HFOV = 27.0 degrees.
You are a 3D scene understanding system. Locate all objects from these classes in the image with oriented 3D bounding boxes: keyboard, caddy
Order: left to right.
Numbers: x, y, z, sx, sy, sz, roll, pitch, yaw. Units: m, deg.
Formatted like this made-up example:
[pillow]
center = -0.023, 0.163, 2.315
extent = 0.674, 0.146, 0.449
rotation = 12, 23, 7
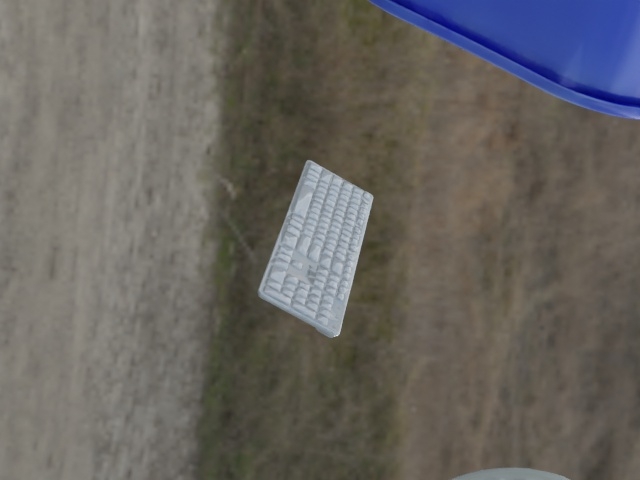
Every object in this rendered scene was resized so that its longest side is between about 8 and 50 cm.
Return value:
[keyboard]
center = 0.000, 0.000, 1.141
extent = 0.014, 0.072, 0.256
rotation = -52, -170, 26
[caddy]
center = 0.156, -0.212, 0.858
extent = 0.241, 0.341, 0.179
rotation = -50, 162, -36

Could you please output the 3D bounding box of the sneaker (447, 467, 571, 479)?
[sneaker]
center = -0.024, 0.237, 0.498
extent = 0.366, 0.135, 0.150
rotation = -25, 125, -18
